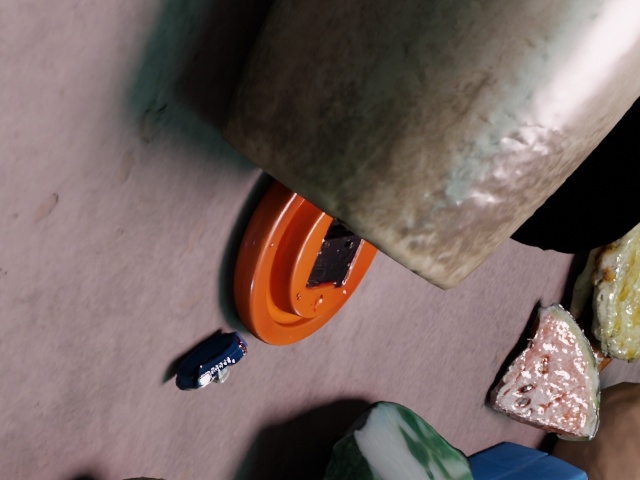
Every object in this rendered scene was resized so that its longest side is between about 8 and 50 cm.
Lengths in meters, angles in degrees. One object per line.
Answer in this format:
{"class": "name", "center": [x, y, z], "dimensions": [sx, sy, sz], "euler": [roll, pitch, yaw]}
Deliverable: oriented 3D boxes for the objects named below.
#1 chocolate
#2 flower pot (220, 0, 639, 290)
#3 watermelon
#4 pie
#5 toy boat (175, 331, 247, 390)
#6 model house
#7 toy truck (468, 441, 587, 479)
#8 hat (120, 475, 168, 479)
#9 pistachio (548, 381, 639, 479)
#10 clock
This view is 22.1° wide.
{"class": "chocolate", "center": [0.271, -0.168, 1.564], "dimensions": [0.210, 0.225, 0.340], "euler": [-47, 154, -40]}
{"class": "flower pot", "center": [0.096, -0.156, 1.220], "dimensions": [0.330, 0.293, 0.293], "euler": [-54, 153, 3]}
{"class": "watermelon", "center": [0.272, 0.171, 2.049], "dimensions": [0.139, 0.071, 0.187], "euler": [-16, 101, -8]}
{"class": "pie", "center": [0.416, 0.038, 2.128], "dimensions": [0.274, 0.105, 0.257], "euler": [-32, 142, -44]}
{"class": "toy boat", "center": [-0.090, 0.106, 1.398], "dimensions": [0.083, 0.038, 0.038], "euler": [-34, 143, -41]}
{"class": "model house", "center": [0.013, 0.359, 1.671], "dimensions": [0.329, 0.252, 0.295], "euler": [-42, 180, 12]}
{"class": "toy truck", "center": [0.197, 0.366, 2.020], "dimensions": [0.385, 0.161, 0.162], "euler": [-9, 114, -56]}
{"class": "hat", "center": [-0.143, 0.271, 1.339], "dimensions": [0.257, 0.257, 0.130], "euler": [89, 4, -45]}
{"class": "pistachio", "center": [0.457, 0.403, 2.229], "dimensions": [0.281, 0.445, 0.365], "euler": [9, 127, -28]}
{"class": "clock", "center": [0.000, 0.000, 1.435], "dimensions": [0.205, 0.051, 0.205], "euler": [-39, 146, -34]}
